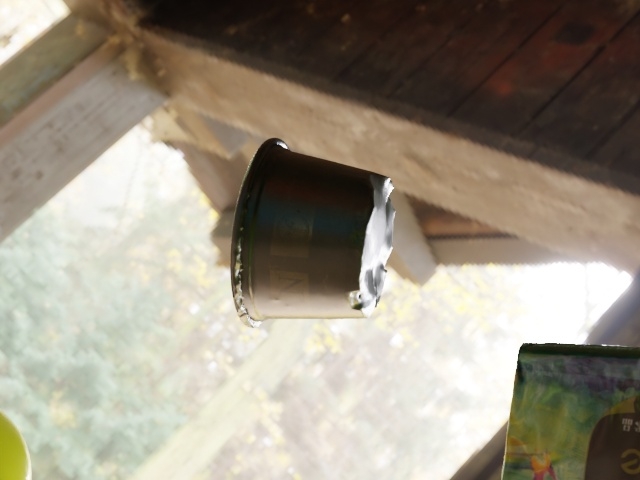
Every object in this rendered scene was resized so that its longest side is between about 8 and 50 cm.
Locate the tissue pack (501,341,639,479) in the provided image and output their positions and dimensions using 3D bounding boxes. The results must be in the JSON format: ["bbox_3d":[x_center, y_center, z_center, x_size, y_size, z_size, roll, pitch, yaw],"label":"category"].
[{"bbox_3d":[0.122,0.076,0.374,0.111,0.079,0.085,1,-13,41],"label":"tissue pack"}]

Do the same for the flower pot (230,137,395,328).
[{"bbox_3d":[0.000,0.000,1.009,0.107,0.157,0.157,8,-32,16],"label":"flower pot"}]

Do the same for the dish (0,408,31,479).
[{"bbox_3d":[-0.224,0.084,0.357,0.262,0.221,0.108,-14,-68,19],"label":"dish"}]
